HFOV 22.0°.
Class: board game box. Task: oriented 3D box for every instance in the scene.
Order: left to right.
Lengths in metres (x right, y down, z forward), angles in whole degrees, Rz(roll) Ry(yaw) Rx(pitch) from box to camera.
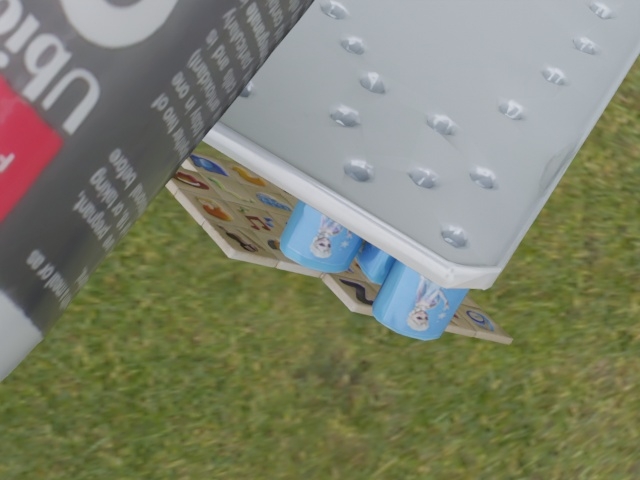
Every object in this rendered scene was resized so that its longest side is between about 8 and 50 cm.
[{"bbox_3d":[-0.040,-0.158,0.743,0.390,0.390,0.050,31,127,7],"label":"board game box"}]

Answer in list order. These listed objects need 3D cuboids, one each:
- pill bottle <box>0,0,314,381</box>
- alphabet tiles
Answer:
[{"bbox_3d":[-0.110,-0.069,0.441,0.176,0.176,0.318,34,77,17],"label":"pill bottle"},{"bbox_3d":[0.000,0.000,1.147,0.198,0.237,0.009,46,114,44],"label":"alphabet tiles"}]
